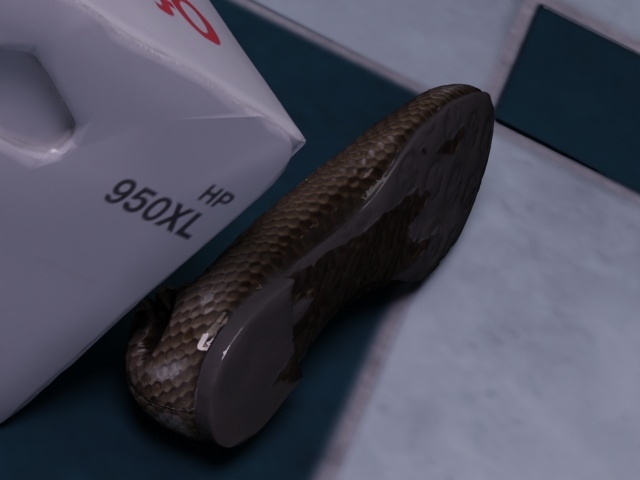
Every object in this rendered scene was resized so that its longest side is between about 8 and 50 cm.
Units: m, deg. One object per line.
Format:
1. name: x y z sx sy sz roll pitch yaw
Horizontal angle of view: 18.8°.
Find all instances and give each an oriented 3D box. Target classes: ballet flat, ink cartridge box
1. ballet flat: 0.000 0.000 0.782 0.058 0.084 0.250 16 37 26
2. ink cartridge box: -0.218 -0.154 0.663 0.285 0.166 0.395 27 25 -55
